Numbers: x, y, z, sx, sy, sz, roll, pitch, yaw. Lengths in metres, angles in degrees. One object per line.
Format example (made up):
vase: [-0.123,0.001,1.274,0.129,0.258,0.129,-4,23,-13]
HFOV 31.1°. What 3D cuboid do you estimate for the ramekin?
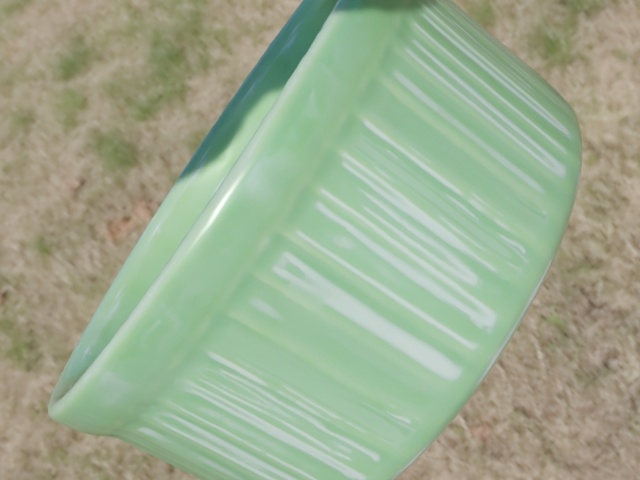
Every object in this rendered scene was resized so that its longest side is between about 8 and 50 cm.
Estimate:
ramekin: [0.000,0.000,0.615,0.303,0.148,0.303,-53,11,15]
